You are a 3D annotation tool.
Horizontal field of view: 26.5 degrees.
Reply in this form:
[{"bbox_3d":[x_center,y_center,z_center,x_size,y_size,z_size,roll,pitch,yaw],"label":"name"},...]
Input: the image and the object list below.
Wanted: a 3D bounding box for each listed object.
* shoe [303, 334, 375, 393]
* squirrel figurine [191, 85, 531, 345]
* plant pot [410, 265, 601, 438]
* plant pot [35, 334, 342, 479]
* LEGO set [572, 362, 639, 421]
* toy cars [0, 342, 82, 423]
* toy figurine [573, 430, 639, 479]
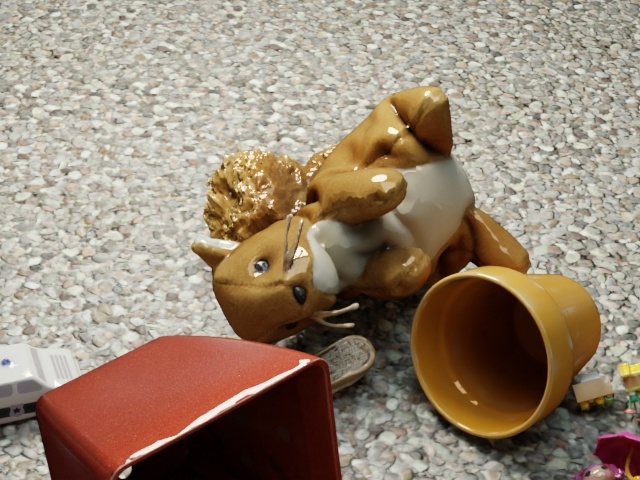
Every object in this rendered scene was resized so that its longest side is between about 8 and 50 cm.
[{"bbox_3d":[-0.034,0.180,1.701,0.219,0.058,0.076,-16,69,-17],"label":"shoe"},{"bbox_3d":[0.000,0.000,1.810,0.370,0.281,0.397,-36,24,-22],"label":"squirrel figurine"},{"bbox_3d":[0.249,0.123,1.691,0.205,0.205,0.188,31,29,33],"label":"plant pot"},{"bbox_3d":[-0.154,0.246,1.446,0.267,0.267,0.236,-26,33,-33],"label":"plant pot"},{"bbox_3d":[0.465,0.183,1.718,0.287,0.107,0.132,-21,8,-22],"label":"LEGO set"},{"bbox_3d":[-0.479,0.144,1.685,0.394,0.087,0.176,14,38,14],"label":"toy cars"},{"bbox_3d":[0.343,0.289,1.552,0.173,0.130,0.159,-24,24,4],"label":"toy figurine"}]
